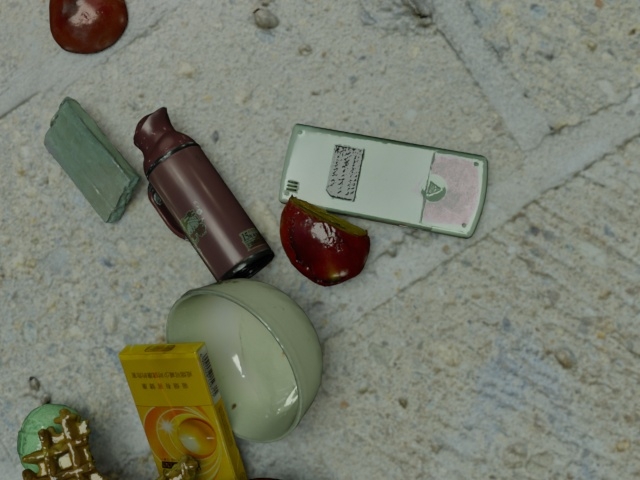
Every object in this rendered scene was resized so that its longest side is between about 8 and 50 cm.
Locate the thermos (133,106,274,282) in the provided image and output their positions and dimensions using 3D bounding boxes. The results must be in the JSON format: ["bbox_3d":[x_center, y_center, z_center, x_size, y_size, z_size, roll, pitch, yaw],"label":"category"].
[{"bbox_3d":[-0.218,-0.074,1.536,0.109,0.136,0.330,-31,79,-22],"label":"thermos"}]

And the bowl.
[{"bbox_3d":[-0.103,0.175,1.438,0.277,0.145,0.277,19,123,32],"label":"bowl"}]

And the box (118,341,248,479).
[{"bbox_3d":[-0.224,0.292,1.454,0.152,0.043,0.269,-5,111,25],"label":"box"}]

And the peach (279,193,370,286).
[{"bbox_3d":[0.000,0.002,1.464,0.127,0.092,0.172,-37,103,21],"label":"peach"}]

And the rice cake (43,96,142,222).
[{"bbox_3d":[-0.411,-0.145,1.582,0.211,0.038,0.124,45,122,14],"label":"rice cake"}]

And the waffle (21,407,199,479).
[{"bbox_3d":[-0.351,0.428,1.425,0.293,0.069,0.259,22,82,8],"label":"waffle"}]

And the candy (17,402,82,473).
[{"bbox_3d":[-0.463,0.499,1.503,0.119,0.119,0.439,-1,81,10],"label":"candy"}]

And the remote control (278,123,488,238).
[{"bbox_3d":[0.106,-0.100,1.497,0.344,0.050,0.145,12,88,11],"label":"remote control"}]

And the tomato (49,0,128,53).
[{"bbox_3d":[-0.431,-0.419,1.616,0.156,0.069,0.155,-1,85,9],"label":"tomato"}]

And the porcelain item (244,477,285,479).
[{"bbox_3d":[-0.098,0.501,1.371,0.253,0.253,0.253,-1,85,10],"label":"porcelain item"}]
